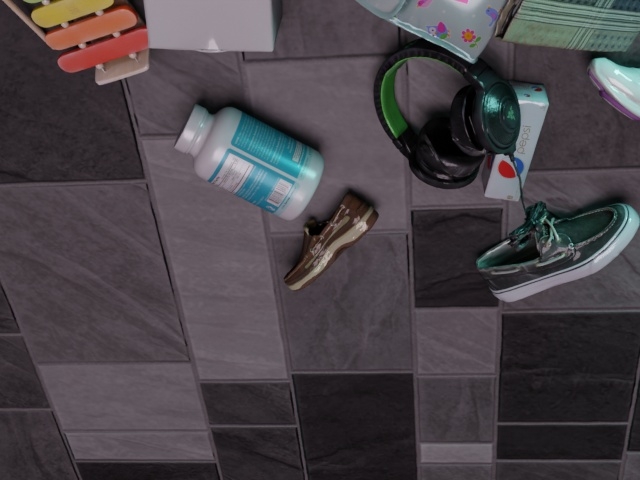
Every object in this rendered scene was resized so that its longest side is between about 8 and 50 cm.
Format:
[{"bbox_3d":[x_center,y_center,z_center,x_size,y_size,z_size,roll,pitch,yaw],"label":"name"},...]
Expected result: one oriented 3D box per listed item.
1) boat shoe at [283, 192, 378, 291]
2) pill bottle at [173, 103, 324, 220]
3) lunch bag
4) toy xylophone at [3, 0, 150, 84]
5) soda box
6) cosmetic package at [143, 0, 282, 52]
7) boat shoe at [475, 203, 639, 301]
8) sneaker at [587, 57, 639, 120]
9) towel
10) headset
[{"bbox_3d":[0.002,-0.003,1.834,0.095,0.095,0.257,43,115,-8],"label":"boat shoe"},{"bbox_3d":[-0.136,-0.154,1.685,0.264,0.146,0.146,27,125,-14],"label":"pill bottle"},{"bbox_3d":[0.184,-0.443,1.426,0.262,0.160,0.223,26,124,-6],"label":"lunch bag"},{"bbox_3d":[-0.433,-0.395,1.528,0.236,0.081,0.323,-17,139,28],"label":"toy xylophone"},{"bbox_3d":[0.355,-0.181,1.661,0.069,0.074,0.216,7,128,-1],"label":"soda box"},{"bbox_3d":[-0.174,-0.500,1.419,0.217,0.156,0.385,4,129,3],"label":"cosmetic package"},{"bbox_3d":[0.456,0.015,1.772,0.335,0.121,0.119,-34,122,29],"label":"boat shoe"},{"bbox_3d":[0.605,-0.267,1.568,0.305,0.114,0.152,21,113,-16],"label":"sneaker"},{"bbox_3d":[0.445,-0.436,1.391,0.324,0.056,0.312,-4,137,-34],"label":"towel"},{"bbox_3d":[0.245,-0.165,1.567,0.394,0.185,0.243,44,143,-2],"label":"headset"}]
